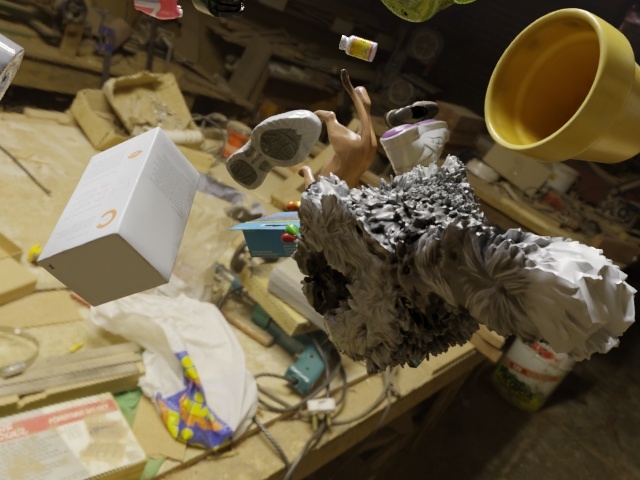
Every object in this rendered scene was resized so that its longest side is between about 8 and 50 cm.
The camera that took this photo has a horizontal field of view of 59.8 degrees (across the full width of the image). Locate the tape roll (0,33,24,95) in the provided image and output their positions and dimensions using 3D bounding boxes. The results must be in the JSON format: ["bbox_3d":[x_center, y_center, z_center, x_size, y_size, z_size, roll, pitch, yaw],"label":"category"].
[{"bbox_3d":[-0.636,-0.282,1.024,0.072,0.219,0.219,32,18,-27],"label":"tape roll"}]

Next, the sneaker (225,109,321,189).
[{"bbox_3d":[-0.072,-0.176,0.955,0.090,0.232,0.115,48,52,-19],"label":"sneaker"}]

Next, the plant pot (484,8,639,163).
[{"bbox_3d":[0.473,-0.248,1.007,0.239,0.254,0.254,15,25,-27],"label":"plant pot"}]

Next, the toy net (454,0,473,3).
[{"bbox_3d":[0.247,-0.514,1.046,0.232,0.045,0.122,-4,-8,-37],"label":"toy net"}]

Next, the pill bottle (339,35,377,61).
[{"bbox_3d":[0.087,-0.447,1.288,0.083,0.043,0.043,19,23,4],"label":"pill bottle"}]

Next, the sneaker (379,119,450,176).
[{"bbox_3d":[0.244,-0.216,1.382,0.305,0.114,0.152,-26,98,-53],"label":"sneaker"}]

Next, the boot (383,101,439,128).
[{"bbox_3d":[0.306,-0.380,1.665,0.198,0.077,0.137,-23,10,-24],"label":"boot"}]

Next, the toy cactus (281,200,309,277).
[{"bbox_3d":[0.000,0.000,1.139,0.219,0.181,0.112,-2,-14,32],"label":"toy cactus"}]

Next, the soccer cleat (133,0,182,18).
[{"bbox_3d":[-0.343,-0.511,1.145,0.095,0.083,0.248,-2,33,-23],"label":"soccer cleat"}]

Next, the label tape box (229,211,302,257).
[{"bbox_3d":[-0.067,-0.012,1.571,0.249,0.115,0.347,-1,11,18],"label":"label tape box"}]

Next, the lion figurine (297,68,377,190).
[{"bbox_3d":[0.049,-0.147,1.232,0.142,0.392,0.240,-8,51,-15],"label":"lion figurine"}]

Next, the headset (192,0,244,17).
[{"bbox_3d":[-0.265,-0.711,1.464,0.185,0.243,0.394,23,11,4],"label":"headset"}]

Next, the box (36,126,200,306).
[{"bbox_3d":[-0.430,-0.057,1.239,0.168,0.215,0.345,54,28,-39],"label":"box"}]

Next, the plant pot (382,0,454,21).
[{"bbox_3d":[0.326,-0.797,1.508,0.366,0.353,0.366,40,-16,14],"label":"plant pot"}]

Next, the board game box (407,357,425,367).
[{"bbox_3d":[0.166,0.136,1.082,0.126,0.026,0.186,-41,101,-26],"label":"board game box"}]

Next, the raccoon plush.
[{"bbox_3d":[0.181,0.022,0.621,0.299,0.216,0.446,-20,24,-30],"label":"raccoon plush"}]
